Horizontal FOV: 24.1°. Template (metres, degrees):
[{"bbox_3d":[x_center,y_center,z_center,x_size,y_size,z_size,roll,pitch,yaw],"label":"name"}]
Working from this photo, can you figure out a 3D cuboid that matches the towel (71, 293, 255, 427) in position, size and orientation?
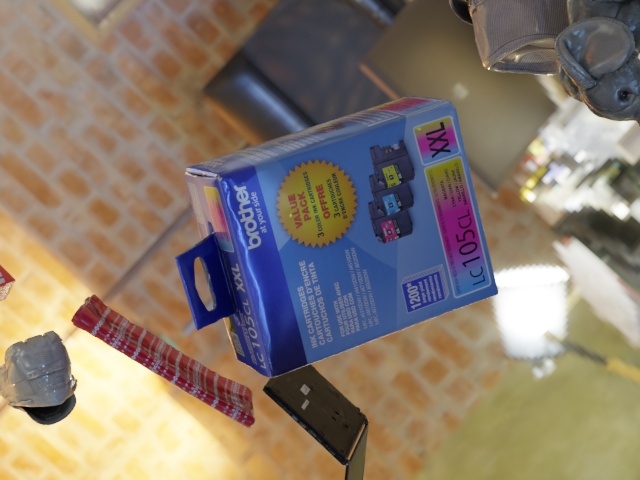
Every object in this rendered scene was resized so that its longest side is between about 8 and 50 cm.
[{"bbox_3d":[-0.206,0.159,2.010,0.275,0.031,0.199,31,-179,-4],"label":"towel"}]

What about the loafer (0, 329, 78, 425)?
[{"bbox_3d":[-0.407,0.215,2.162,0.319,0.112,0.111,128,122,-73],"label":"loafer"}]

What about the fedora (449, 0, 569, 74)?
[{"bbox_3d":[0.307,-0.312,2.160,0.243,0.124,0.275,6,167,-15],"label":"fedora"}]

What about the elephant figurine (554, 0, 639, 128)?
[{"bbox_3d":[0.369,-0.232,1.916,0.169,0.239,0.186,30,167,-36],"label":"elephant figurine"}]

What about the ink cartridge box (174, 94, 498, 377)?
[{"bbox_3d":[0.000,0.000,1.910,0.151,0.395,0.270,-163,56,-68],"label":"ink cartridge box"}]

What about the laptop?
[{"bbox_3d":[-0.009,0.329,2.337,0.264,0.136,0.234,43,-167,0],"label":"laptop"}]

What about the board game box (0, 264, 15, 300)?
[{"bbox_3d":[-0.546,0.049,2.100,0.147,0.045,0.193,42,-148,13],"label":"board game box"}]
